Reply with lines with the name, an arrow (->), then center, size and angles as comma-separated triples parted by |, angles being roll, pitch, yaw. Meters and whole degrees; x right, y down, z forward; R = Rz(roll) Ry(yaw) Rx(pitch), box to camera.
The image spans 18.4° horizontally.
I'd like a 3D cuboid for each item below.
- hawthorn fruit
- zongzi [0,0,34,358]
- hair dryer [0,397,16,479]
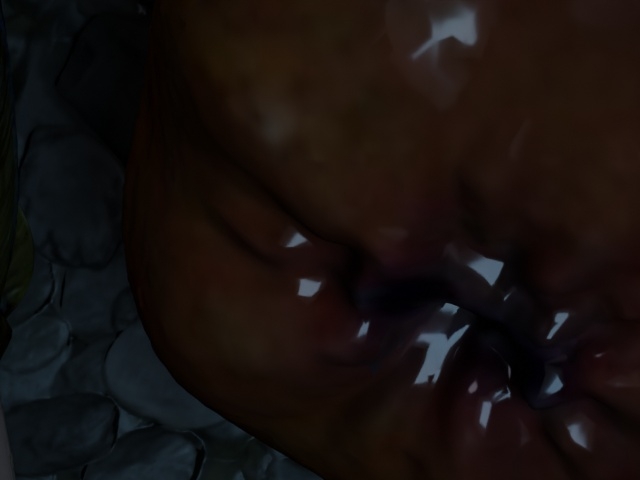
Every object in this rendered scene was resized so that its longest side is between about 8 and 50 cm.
hawthorn fruit -> 0.112, -0.086, 1.024 | 0.471, 0.472, 0.472 | -8, 108, -27
zongzi -> -0.239, -0.169, 0.968 | 0.207, 0.432, 0.403 | -4, 145, 12
hair dryer -> -0.205, 0.212, 1.133 | 0.189, 0.106, 0.344 | -13, 101, -23
